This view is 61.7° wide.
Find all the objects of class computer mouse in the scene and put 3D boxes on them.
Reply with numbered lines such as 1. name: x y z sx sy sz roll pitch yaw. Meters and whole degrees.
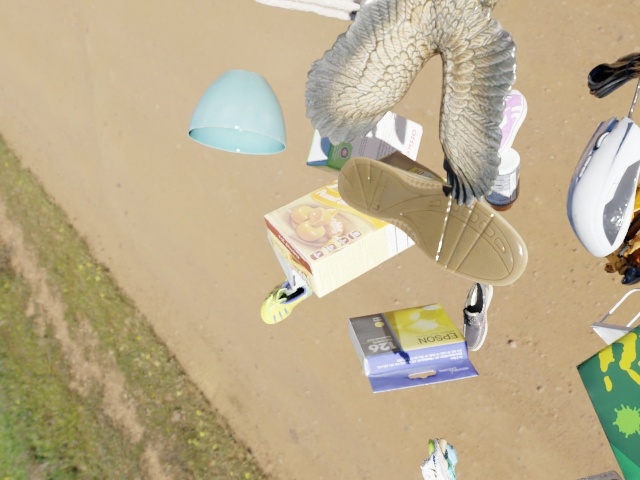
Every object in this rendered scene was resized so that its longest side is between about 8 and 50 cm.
1. computer mouse: 0.267 -0.079 0.502 0.106 0.042 0.193 -116 33 -77

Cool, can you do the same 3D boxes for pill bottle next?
1. pill bottle: 0.639 -0.207 1.905 0.130 0.130 0.246 39 165 36

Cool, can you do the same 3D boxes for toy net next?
1. toy net: 0.211 0.410 0.940 0.045 0.232 0.122 -16 66 16

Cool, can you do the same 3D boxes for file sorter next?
1. file sorter: 0.958 0.290 1.496 0.278 0.173 0.193 47 175 0

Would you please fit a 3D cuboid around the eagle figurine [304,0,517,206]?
1. eagle figurine: 0.133 -0.205 0.604 0.298 0.225 0.226 -64 30 16

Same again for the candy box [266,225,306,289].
1. candy box: 0.000 0.000 1.179 0.070 0.196 0.165 91 156 -48

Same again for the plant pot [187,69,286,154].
1. plant pot: -0.235 -0.386 1.586 0.290 0.290 0.196 2 84 47

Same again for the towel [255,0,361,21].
1. towel: -0.007 -0.558 1.241 0.282 0.187 0.049 11 119 1

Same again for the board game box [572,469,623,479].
1. board game box: 0.470 0.593 1.082 0.305 0.053 0.193 -17 104 5

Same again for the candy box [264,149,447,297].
1. candy box: 0.077 -0.043 1.003 0.183 0.316 0.088 43 155 44

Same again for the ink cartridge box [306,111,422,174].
1. ink cartridge box: 0.122 -0.258 1.452 0.114 0.272 0.199 13 88 58

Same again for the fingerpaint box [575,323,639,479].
1. fingerpaint box: 0.590 0.314 0.643 0.163 0.444 0.371 -54 28 39

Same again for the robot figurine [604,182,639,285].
1. robot figurine: 0.755 -0.033 1.226 0.211 0.084 0.291 -92 19 -53

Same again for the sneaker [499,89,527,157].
1. sneaker: 0.499 -0.376 1.534 0.161 0.282 0.102 43 143 -22

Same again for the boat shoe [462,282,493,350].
1. boat shoe: 0.608 0.292 2.122 0.102 0.092 0.286 14 90 45

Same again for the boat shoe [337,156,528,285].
1. boat shoe: 0.167 -0.038 0.788 0.302 0.098 0.109 31 109 28

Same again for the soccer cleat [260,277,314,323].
1. soccer cleat: -0.106 0.160 1.535 0.289 0.121 0.093 -41 76 39

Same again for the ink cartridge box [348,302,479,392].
1. ink cartridge box: 0.258 0.301 1.562 0.307 0.303 0.072 -117 21 -68
